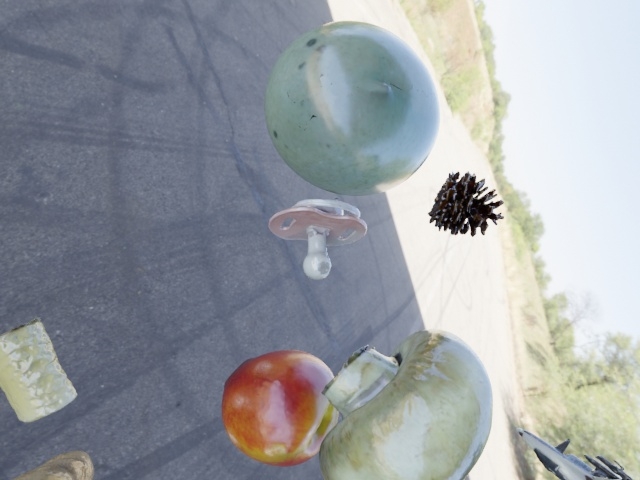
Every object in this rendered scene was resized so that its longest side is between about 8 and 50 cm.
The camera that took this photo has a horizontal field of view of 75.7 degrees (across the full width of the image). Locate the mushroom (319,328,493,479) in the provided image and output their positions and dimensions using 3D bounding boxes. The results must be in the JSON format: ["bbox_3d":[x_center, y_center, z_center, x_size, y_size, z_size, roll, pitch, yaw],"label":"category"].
[{"bbox_3d":[0.144,0.315,0.752,0.260,0.352,0.352,41,19,17],"label":"mushroom"}]

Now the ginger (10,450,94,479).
[{"bbox_3d":[-0.596,0.539,0.864,0.126,0.190,0.354,58,-5,6],"label":"ginger"}]

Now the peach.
[{"bbox_3d":[-0.139,0.533,1.347,0.388,0.389,0.388,43,38,-47],"label":"peach"}]

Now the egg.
[{"bbox_3d":[0.038,-0.132,0.441,0.237,0.169,0.169,-7,81,-59],"label":"egg"}]

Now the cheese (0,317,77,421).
[{"bbox_3d":[-0.530,0.237,0.755,0.167,0.123,0.094,66,28,-6],"label":"cheese"}]

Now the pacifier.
[{"bbox_3d":[-0.007,-0.021,1.355,0.332,0.220,0.273,11,100,-22],"label":"pacifier"}]

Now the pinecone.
[{"bbox_3d":[0.359,-0.081,0.997,0.163,0.165,0.162,21,90,-87],"label":"pinecone"}]

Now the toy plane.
[{"bbox_3d":[0.360,0.316,0.516,0.234,0.082,0.159,-125,-165,-56],"label":"toy plane"}]
